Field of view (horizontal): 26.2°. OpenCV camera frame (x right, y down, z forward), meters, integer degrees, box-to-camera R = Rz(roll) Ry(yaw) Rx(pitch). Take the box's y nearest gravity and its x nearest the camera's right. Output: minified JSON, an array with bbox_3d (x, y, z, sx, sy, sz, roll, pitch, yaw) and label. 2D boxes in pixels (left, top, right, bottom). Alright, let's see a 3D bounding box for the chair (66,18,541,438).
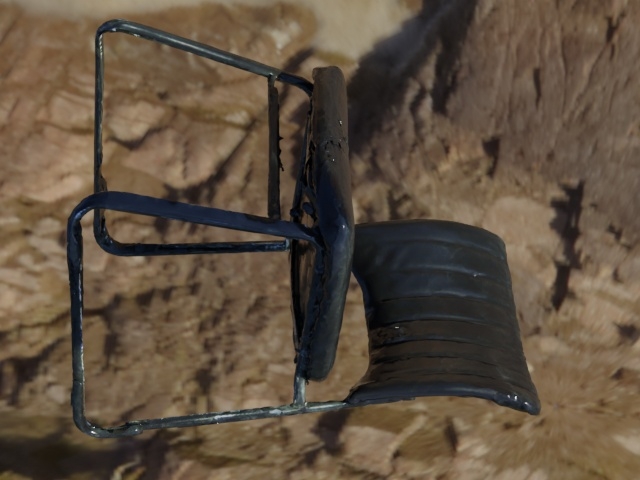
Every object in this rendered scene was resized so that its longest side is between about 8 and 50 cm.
[{"bbox_3d":[0.000,0.000,0.640,0.221,0.145,0.140,4,42,-6],"label":"chair"}]
